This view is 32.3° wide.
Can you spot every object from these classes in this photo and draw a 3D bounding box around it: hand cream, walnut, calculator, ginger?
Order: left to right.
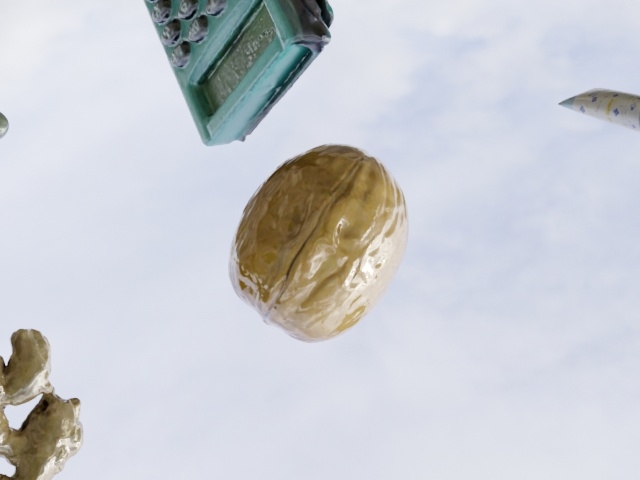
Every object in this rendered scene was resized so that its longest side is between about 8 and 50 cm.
[{"bbox_3d":[-0.307,0.130,1.023,0.149,0.259,0.065,-24,-163,-32],"label":"ginger"},{"bbox_3d":[-0.106,-0.260,1.145,0.058,0.274,0.248,-15,164,-36],"label":"calculator"},{"bbox_3d":[0.000,0.000,1.097,0.165,0.165,0.197,20,-101,43],"label":"walnut"},{"bbox_3d":[0.367,-0.159,1.332,0.065,0.043,0.170,-21,-152,-24],"label":"hand cream"}]

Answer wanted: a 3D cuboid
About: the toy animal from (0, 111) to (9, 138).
[{"bbox_3d":[-0.286,-0.101,0.629,0.138,0.236,0.108,8,-100,14],"label":"toy animal"}]
